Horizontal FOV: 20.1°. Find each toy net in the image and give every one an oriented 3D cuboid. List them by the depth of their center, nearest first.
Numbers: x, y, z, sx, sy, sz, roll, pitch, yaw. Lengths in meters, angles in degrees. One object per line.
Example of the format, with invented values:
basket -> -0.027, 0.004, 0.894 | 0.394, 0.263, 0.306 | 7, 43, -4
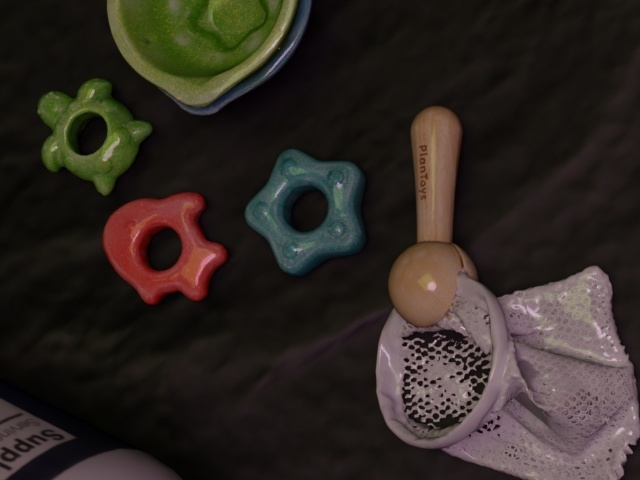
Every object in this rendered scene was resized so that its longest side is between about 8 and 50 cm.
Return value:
toy net -> 0.000, 0.000, 0.573 | 0.122, 0.045, 0.232 | -44, 70, 7

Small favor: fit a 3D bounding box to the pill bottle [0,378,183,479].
pill bottle -> -0.126, 0.112, 0.539 | 0.264, 0.153, 0.153 | 24, 89, 21
